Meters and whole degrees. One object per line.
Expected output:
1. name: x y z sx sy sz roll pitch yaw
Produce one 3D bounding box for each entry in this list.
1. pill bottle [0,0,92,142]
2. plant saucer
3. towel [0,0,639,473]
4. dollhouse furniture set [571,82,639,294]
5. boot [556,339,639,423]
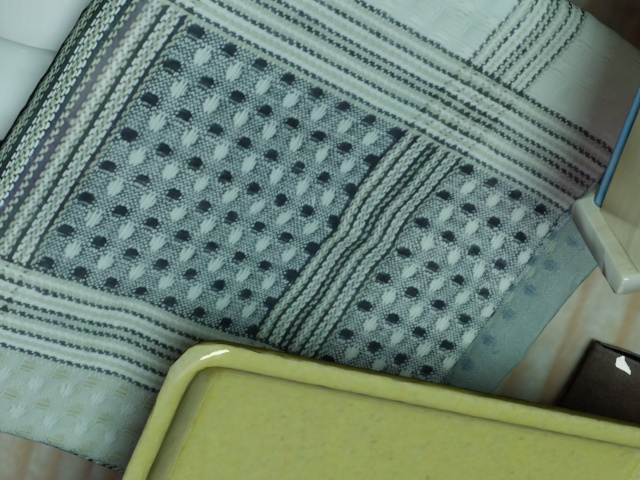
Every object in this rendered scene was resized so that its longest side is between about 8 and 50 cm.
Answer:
1. pill bottle: -0.129 -0.036 0.749 0.121 0.121 0.221 8 116 -8
2. plant saucer: 0.018 0.192 0.778 0.333 0.081 0.332 14 115 -25
3. towel: 0.000 0.000 0.731 0.324 0.056 0.312 27 103 -40
4. dollhouse furniture set: 0.187 -0.174 0.662 0.286 0.303 0.198 -10 143 -18
5. boot: 0.114 0.147 0.898 0.248 0.090 0.207 19 103 -11
